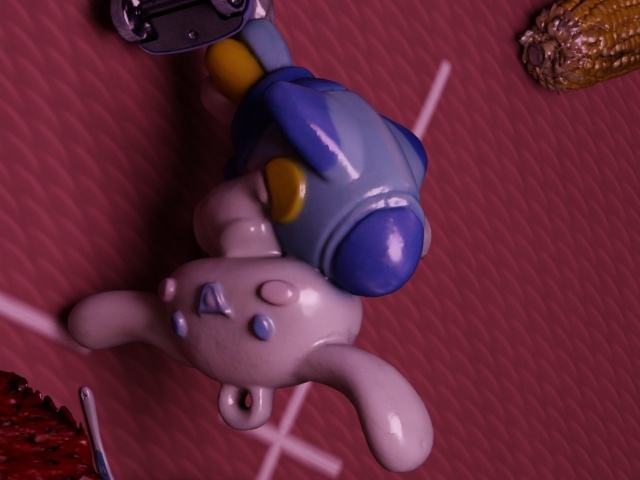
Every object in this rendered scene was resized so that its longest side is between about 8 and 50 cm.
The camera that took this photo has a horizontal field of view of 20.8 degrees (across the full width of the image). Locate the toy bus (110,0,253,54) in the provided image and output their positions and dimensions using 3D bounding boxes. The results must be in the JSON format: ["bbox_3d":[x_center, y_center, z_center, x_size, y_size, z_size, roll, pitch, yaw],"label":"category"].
[{"bbox_3d":[-0.156,-0.320,1.578,0.292,0.125,0.133,64,32,-24],"label":"toy bus"}]

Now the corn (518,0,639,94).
[{"bbox_3d":[0.362,-0.250,2.019,0.318,0.115,0.115,-21,109,-35],"label":"corn"}]

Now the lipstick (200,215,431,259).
[{"bbox_3d":[0.000,0.000,1.795,0.264,0.059,0.059,-4,99,-39],"label":"lipstick"}]

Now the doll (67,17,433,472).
[{"bbox_3d":[-0.032,-0.010,1.549,0.187,0.376,0.365,23,84,-76],"label":"doll"}]

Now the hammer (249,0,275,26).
[{"bbox_3d":[-0.045,-0.159,1.712,0.152,0.044,0.426,-8,90,-37],"label":"hammer"}]

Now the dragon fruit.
[{"bbox_3d":[-0.299,0.264,1.433,0.286,0.329,0.228,-6,106,-39],"label":"dragon fruit"}]

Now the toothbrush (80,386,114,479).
[{"bbox_3d":[-0.208,0.215,1.689,0.017,0.014,0.162,-32,115,-52],"label":"toothbrush"}]
